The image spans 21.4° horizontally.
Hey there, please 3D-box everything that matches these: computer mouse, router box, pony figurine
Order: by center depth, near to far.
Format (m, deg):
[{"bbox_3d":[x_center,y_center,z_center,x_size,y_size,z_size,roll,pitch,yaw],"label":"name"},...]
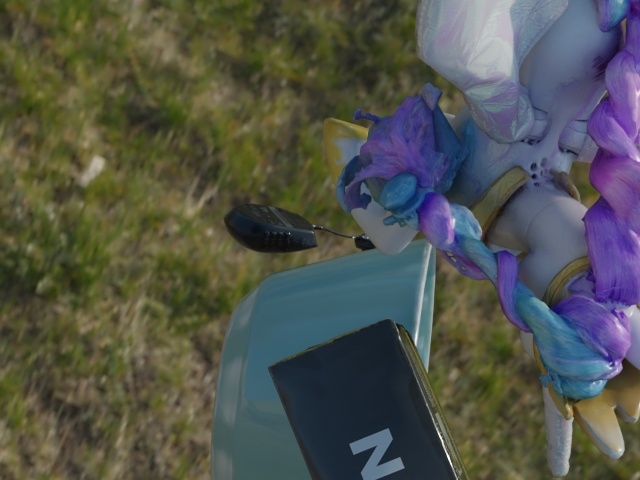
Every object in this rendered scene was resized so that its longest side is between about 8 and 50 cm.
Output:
[{"bbox_3d":[0.134,-0.097,0.931,0.303,0.351,0.363,11,24,-26],"label":"pony figurine"},{"bbox_3d":[0.071,0.205,1.042,0.081,0.243,0.308,-22,83,3],"label":"router box"},{"bbox_3d":[0.000,0.000,1.917,0.242,0.041,0.071,9,19,-25],"label":"computer mouse"}]

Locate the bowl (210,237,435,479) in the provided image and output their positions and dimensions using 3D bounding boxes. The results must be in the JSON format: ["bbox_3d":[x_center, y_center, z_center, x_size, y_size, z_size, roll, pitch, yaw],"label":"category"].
[{"bbox_3d":[0.002,0.146,1.426,0.163,0.311,0.311,5,50,6],"label":"bowl"}]
